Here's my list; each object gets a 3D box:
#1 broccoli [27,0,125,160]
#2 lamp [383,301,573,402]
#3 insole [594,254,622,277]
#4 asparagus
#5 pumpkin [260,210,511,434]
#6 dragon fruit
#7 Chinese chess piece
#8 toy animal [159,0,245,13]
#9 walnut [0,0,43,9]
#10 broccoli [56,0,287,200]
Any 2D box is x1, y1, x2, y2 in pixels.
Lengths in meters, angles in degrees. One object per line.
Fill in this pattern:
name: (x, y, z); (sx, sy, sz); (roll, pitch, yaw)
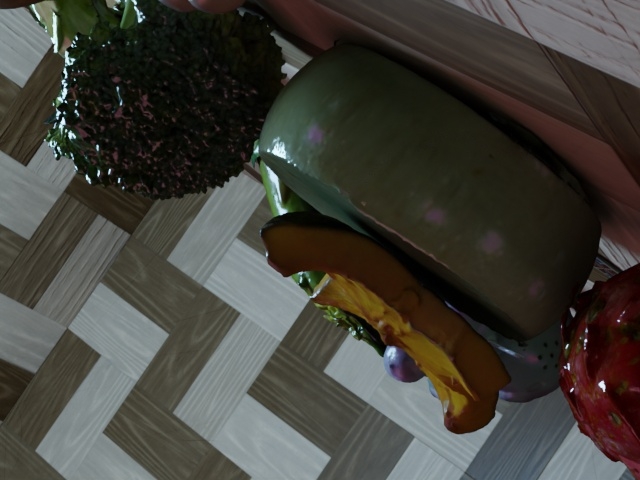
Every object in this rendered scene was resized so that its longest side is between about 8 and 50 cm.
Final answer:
broccoli: (-0.296, -0.298, 1.853); (0.221, 0.252, 0.362); (27, 138, 41)
lamp: (0.243, 0.126, 2.000); (0.301, 0.247, 0.247); (27, 178, -38)
insole: (0.282, 0.002, 1.587); (0.193, 0.006, 0.065); (35, 177, -10)
asparagus: (0.000, 0.000, 2.041); (0.128, 0.382, 0.108); (-8, 163, -33)
pumpkin: (0.076, 0.079, 1.404); (0.258, 0.095, 0.290); (39, 174, 14)
dragon fruit: (0.313, 0.108, 1.199); (0.205, 0.210, 0.268); (12, 160, -7)
Chinese chess piece: (0.107, -0.049, 1.363); (0.349, 0.146, 0.349); (35, 177, 2)
toy animal: (-0.114, -0.243, 1.289); (0.083, 0.089, 0.150); (40, 166, -28)
walnut: (-0.182, -0.246, 0.786); (0.225, 0.225, 0.261); (37, -179, -44)
broccoli: (-0.157, -0.164, 1.529); (0.235, 0.288, 0.260); (43, -143, -11)
